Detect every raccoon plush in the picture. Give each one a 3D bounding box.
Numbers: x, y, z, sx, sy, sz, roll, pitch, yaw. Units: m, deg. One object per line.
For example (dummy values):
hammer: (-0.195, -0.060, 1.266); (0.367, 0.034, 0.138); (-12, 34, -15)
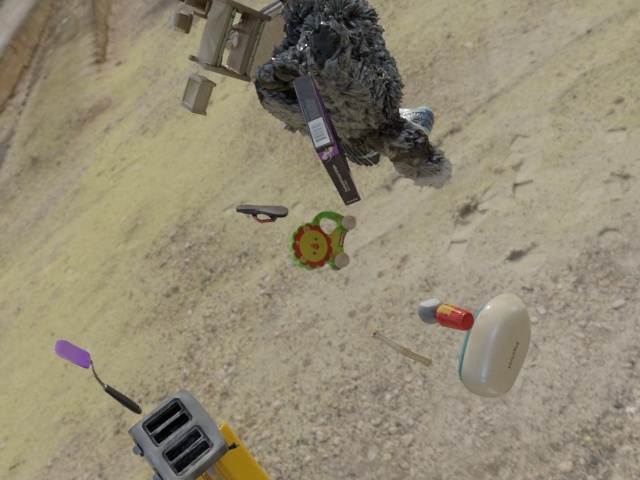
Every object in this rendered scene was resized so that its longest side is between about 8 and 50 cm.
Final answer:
raccoon plush: (0.070, -0.313, 0.937); (0.216, 0.446, 0.299); (-4, 61, 42)

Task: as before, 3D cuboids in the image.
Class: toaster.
toaster: (-0.303, 0.439, 1.184); (0.186, 0.110, 0.168); (-36, 71, -22)

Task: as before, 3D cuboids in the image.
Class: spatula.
spatula: (-0.552, 0.350, 1.358); (0.030, 0.296, 0.084); (-36, 28, -5)

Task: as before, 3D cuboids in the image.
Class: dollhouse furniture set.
dollhouse furniture set: (-0.187, -0.320, 0.913); (0.161, 0.101, 0.182); (38, 114, 37)

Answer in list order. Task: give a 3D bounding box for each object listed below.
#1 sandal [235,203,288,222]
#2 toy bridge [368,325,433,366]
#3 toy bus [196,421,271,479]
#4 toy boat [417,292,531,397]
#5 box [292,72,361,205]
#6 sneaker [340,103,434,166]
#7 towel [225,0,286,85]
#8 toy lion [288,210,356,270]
sandal: (-0.149, -0.068, 1.409); (0.179, 0.040, 0.067); (8, 18, 41)
toy bridge: (0.213, 0.279, 1.382); (0.026, 0.188, 0.063); (-60, 11, 1)
toy bus: (-0.189, 0.614, 1.306); (0.130, 0.332, 0.108); (-35, 3, 34)
toy boat: (0.379, 0.226, 1.319); (0.148, 0.318, 0.267); (10, 71, 57)
box: (0.011, -0.131, 0.731); (0.029, 0.162, 0.116); (-21, 63, 9)
sneaker: (0.143, -0.247, 1.237); (0.283, 0.110, 0.122); (10, 59, 46)
towel: (-0.109, -0.455, 1.298); (0.187, 0.282, 0.049); (-24, 71, 8)
toy lion: (0.000, 0.000, 0.823); (0.034, 0.096, 0.100); (147, 138, -64)
